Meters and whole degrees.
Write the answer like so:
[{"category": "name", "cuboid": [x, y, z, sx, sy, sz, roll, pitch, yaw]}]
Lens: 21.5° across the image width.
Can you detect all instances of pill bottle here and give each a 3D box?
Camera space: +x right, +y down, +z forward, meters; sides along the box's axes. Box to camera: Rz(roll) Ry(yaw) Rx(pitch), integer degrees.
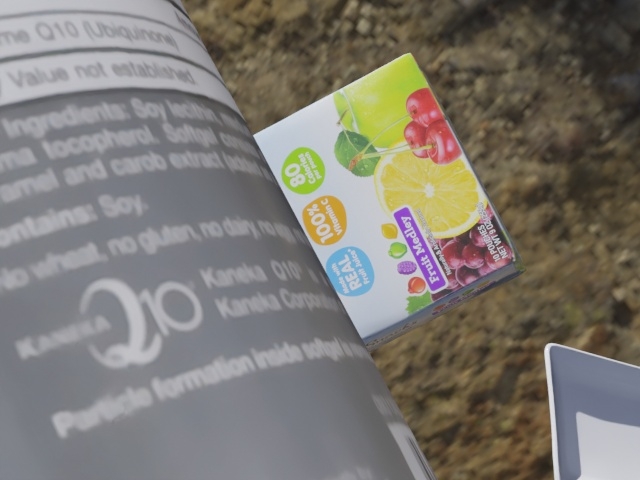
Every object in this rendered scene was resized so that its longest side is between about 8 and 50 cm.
[{"category": "pill bottle", "cuboid": [-0.112, 0.017, 0.437, 0.210, 0.210, 0.363, -21, 74, -26]}]

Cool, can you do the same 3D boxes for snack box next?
[{"category": "snack box", "cuboid": [0.000, 0.000, 0.701, 0.141, 0.037, 0.100, -27, 76, 7]}]

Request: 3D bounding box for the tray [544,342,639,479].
[{"category": "tray", "cuboid": [0.311, 0.193, 1.587, 0.270, 0.030, 0.145, 16, 59, -31]}]
